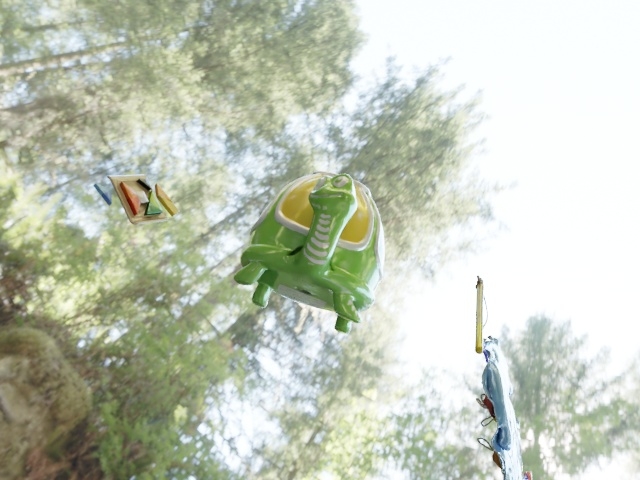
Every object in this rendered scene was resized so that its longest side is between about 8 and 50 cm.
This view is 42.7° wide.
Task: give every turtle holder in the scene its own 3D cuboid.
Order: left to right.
[{"bbox_3d":[-0.014,-0.001,1.354,0.243,0.320,0.227,12,-108,28],"label":"turtle holder"}]

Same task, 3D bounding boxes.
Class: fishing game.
[{"bbox_3d":[0.171,0.185,0.795,0.041,0.189,0.264,-11,-64,17],"label":"fishing game"}]

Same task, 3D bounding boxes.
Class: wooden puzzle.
[{"bbox_3d":[-0.223,-0.053,1.013,0.014,0.116,0.079,-36,-94,27],"label":"wooden puzzle"}]
